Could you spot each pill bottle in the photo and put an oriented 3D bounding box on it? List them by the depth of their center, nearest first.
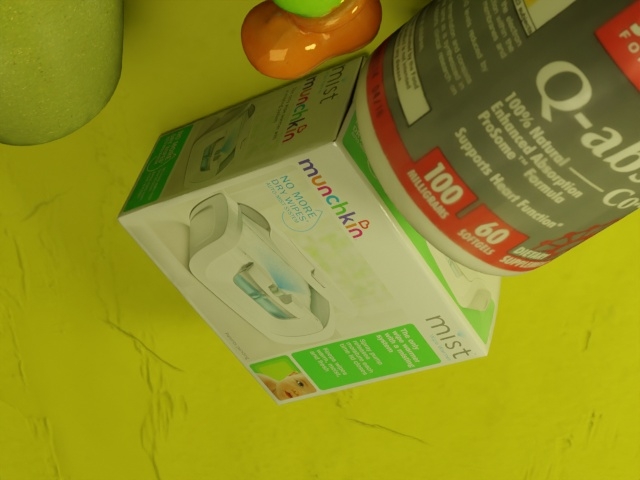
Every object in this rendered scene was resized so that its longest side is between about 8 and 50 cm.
[{"bbox_3d":[0.212,-0.141,0.821,0.210,0.210,0.363,37,132,-20],"label":"pill bottle"}]

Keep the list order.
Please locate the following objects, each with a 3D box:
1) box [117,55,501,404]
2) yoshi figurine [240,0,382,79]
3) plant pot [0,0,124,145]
[{"bbox_3d":[0.000,0.000,1.079,0.231,0.126,0.262,-16,126,30],"label":"box"},{"bbox_3d":[-0.073,-0.250,0.736,0.204,0.203,0.362,33,168,23],"label":"yoshi figurine"},{"bbox_3d":[-0.256,-0.205,0.877,0.275,0.274,0.293,2,149,13],"label":"plant pot"}]
